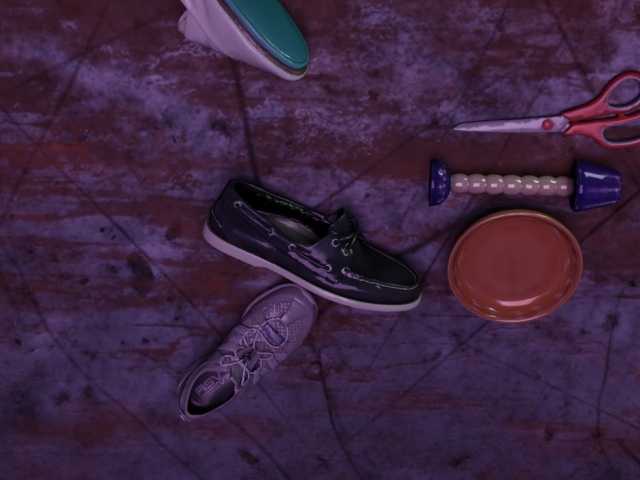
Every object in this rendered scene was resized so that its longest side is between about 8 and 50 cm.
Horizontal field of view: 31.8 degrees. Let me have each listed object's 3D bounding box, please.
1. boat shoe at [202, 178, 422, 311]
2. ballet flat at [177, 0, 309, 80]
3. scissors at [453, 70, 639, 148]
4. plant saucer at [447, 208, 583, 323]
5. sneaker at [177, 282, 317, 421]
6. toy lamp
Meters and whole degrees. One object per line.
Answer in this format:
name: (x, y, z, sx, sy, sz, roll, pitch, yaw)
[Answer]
boat shoe: (0.000, -0.002, 1.648, 0.340, 0.127, 0.113, 23, 119, 5)
ballet flat: (-0.177, -0.362, 1.554, 0.139, 0.139, 0.400, -38, 98, 13)
scissors: (0.350, -0.161, 1.635, 0.297, 0.021, 0.109, -17, 108, 6)
plant saucer: (0.288, 0.035, 1.672, 0.200, 0.037, 0.200, 1, 124, 2)
sneaker: (-0.109, 0.184, 1.716, 0.105, 0.115, 0.281, 41, 105, -10)
toy lamp: (0.296, -0.083, 1.634, 0.274, 0.080, 0.080, 3, 108, 2)
